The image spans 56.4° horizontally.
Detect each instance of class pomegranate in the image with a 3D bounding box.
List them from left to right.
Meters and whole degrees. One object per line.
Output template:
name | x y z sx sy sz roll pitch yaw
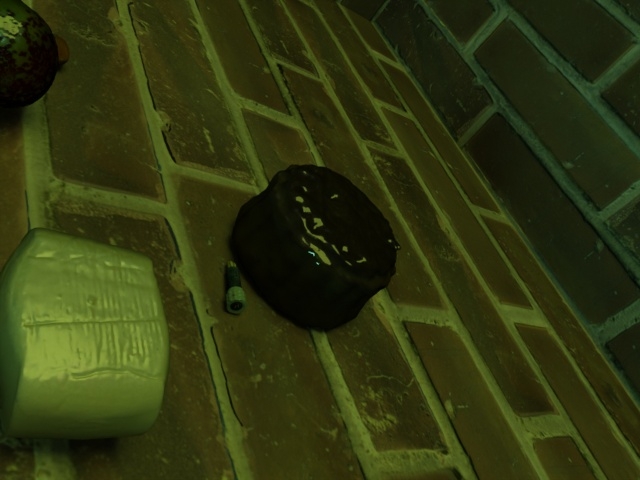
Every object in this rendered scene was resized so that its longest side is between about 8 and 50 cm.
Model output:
pomegranate | -0.543 -0.284 0.944 0.214 0.214 0.247 34 64 -14

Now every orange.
orange | -0.535 -0.379 1.173 0.086 0.062 0.086 28 36 -23

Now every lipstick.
lipstick | -0.153 0.077 1.064 0.037 0.037 0.116 23 31 -29

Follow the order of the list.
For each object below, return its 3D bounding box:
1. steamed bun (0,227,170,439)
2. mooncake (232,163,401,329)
steamed bun | -0.298 0.119 0.724 0.200 0.155 0.250 12 48 -36
mooncake | -0.001 0.001 1.186 0.324 0.187 0.324 31 34 -23
